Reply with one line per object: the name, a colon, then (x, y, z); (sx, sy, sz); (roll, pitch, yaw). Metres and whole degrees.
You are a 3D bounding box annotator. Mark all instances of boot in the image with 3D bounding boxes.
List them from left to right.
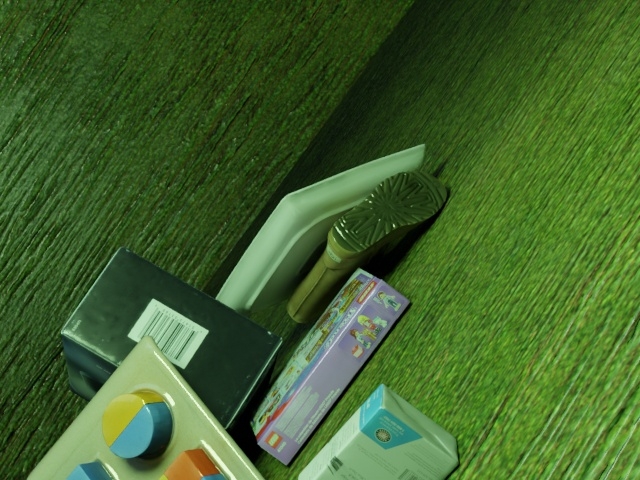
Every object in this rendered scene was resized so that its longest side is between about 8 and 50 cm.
boot: (0.067, 0.011, 2.097); (0.236, 0.089, 0.269); (-27, -17, -26)

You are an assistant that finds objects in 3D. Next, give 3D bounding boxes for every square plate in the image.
square plate: (0.000, 0.000, 2.143); (0.347, 0.049, 0.344); (-22, -24, -43)

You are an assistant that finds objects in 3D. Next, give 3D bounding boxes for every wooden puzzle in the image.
wooden puzzle: (-0.259, 0.358, 1.813); (0.322, 0.348, 0.080); (-50, -28, 17)

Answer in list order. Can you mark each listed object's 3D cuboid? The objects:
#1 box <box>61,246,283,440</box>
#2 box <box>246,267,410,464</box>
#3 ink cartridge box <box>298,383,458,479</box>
box: (-0.239, 0.203, 2.061); (0.182, 0.296, 0.294); (-58, -7, -24)
box: (0.006, 0.179, 1.906); (0.293, 0.057, 0.201); (-53, 8, -1)
ink cartridge box: (0.046, 0.251, 1.346); (0.180, 0.104, 0.060); (-49, 11, 17)
